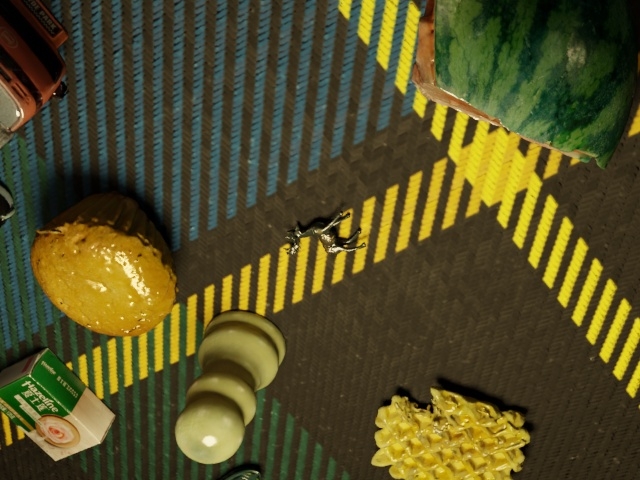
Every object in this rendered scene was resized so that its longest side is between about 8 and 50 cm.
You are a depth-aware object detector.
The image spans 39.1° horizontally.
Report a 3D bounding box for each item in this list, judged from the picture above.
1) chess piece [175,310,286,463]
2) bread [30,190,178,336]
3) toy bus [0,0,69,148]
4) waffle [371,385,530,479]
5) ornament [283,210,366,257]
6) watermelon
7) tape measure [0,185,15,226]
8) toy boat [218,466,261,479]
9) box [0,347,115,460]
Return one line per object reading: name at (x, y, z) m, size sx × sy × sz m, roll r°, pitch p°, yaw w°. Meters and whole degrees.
chess piece at (-0.154, 0.245, 1.436) m, size 0.144 × 0.251 × 0.144 m, roll 7°, pitch 127°, yaw 9°
bread at (-0.331, 0.043, 1.407) m, size 0.239 × 0.139 × 0.240 m, roll 8°, pitch 127°, yaw 10°
toy bus at (-0.547, -0.186, 1.247) m, size 0.426 × 0.233 × 0.203 m, roll -25°, pitch 116°, yaw 31°
waffle at (0.216, 0.348, 1.537) m, size 0.261 × 0.056 × 0.250 m, roll 16°, pitch 129°, yaw 0°
ornament at (0.000, 0.000, 1.358) m, size 0.125 × 0.028 × 0.073 m, roll -22°, pitch 117°, yaw 26°
watermelon at (0.237, -0.185, 1.022) m, size 0.292 × 0.222 × 0.319 m, roll 16°, pitch 134°, yaw 2°
tape measure at (-0.539, -0.054, 1.447) m, size 0.091 × 0.054 × 0.094 m, roll 30°, pitch 134°, yaw -9°
toy boat at (-0.162, 0.472, 1.730) m, size 0.055 × 0.060 × 0.141 m, roll 42°, pitch 122°, yaw -14°
box at (-0.504, 0.310, 1.690) m, size 0.135 × 0.081 × 0.199 m, roll -26°, pitch 117°, yaw 30°
